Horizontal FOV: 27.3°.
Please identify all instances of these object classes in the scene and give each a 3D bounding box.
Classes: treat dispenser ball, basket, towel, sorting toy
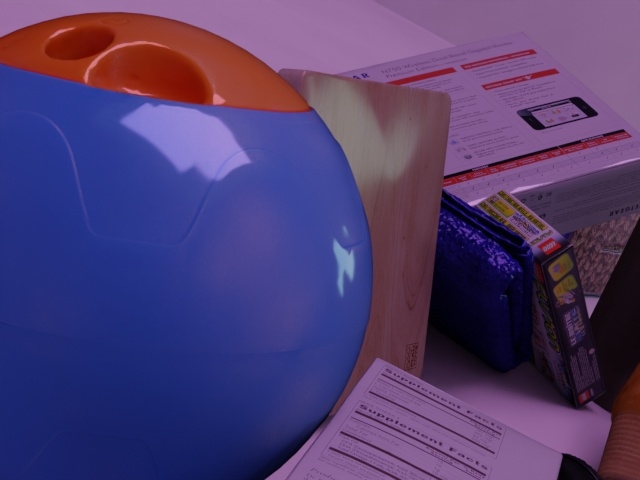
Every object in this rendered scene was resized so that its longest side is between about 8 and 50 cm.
[{"bbox_3d":[-0.115,0.016,0.742,0.288,0.288,0.288,23,18,-8],"label":"treat dispenser ball"},{"bbox_3d":[0.361,0.068,1.353,0.154,0.227,0.204,29,17,9],"label":"basket"},{"bbox_3d":[0.079,-0.011,1.270,0.308,0.076,0.227,38,-13,24],"label":"towel"},{"bbox_3d":[0.000,0.000,1.044,0.089,0.257,0.255,9,6,29],"label":"sorting toy"}]

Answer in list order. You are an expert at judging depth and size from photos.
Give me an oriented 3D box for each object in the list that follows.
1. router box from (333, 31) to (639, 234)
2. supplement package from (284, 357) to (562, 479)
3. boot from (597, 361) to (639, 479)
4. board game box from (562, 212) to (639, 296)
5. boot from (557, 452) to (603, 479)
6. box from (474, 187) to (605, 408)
[{"bbox_3d":[0.175,-0.112,1.551,0.335,0.082,0.301,-15,42,-20],"label":"router box"},{"bbox_3d":[0.037,0.183,0.728,0.134,0.139,0.244,27,18,8],"label":"supplement package"},{"bbox_3d":[0.393,0.177,1.111,0.295,0.104,0.211,20,51,23],"label":"boot"},{"bbox_3d":[0.282,-0.060,1.742,0.232,0.141,0.291,4,27,-49],"label":"board game box"},{"bbox_3d":[0.186,0.209,1.021,0.099,0.045,0.121,6,28,-41],"label":"boot"},{"bbox_3d":[0.214,0.058,1.276,0.114,0.036,0.207,47,-17,48],"label":"box"}]
